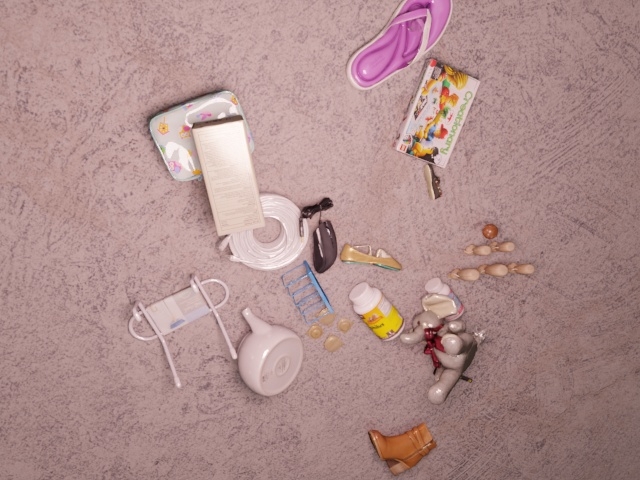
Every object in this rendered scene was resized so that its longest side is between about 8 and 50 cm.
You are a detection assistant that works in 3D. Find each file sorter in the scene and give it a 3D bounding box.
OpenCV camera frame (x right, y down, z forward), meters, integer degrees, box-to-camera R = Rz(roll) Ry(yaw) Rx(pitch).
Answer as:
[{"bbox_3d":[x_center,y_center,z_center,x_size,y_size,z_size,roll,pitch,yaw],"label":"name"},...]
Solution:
[{"bbox_3d":[-0.046,0.178,1.652,0.104,0.118,0.170,-29,110,1],"label":"file sorter"}]

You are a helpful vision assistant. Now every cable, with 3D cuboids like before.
[{"bbox_3d":[-0.172,-0.027,1.576,0.257,0.089,0.257,25,98,-20],"label":"cable"}]

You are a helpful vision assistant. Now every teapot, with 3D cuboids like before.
[{"bbox_3d":[-0.192,0.392,1.650,0.252,0.187,0.256,36,76,-51],"label":"teapot"}]

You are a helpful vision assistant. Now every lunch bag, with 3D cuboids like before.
[{"bbox_3d":[-0.348,-0.305,1.441,0.279,0.108,0.224,-22,115,-4],"label":"lunch bag"}]

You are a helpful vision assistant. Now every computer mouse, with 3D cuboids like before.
[{"bbox_3d":[0.000,0.000,1.584,0.184,0.060,0.262,-22,118,-53],"label":"computer mouse"}]

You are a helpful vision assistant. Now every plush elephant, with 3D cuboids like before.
[{"bbox_3d":[0.407,0.344,1.710,0.330,0.255,0.272,-26,131,-43],"label":"plush elephant"}]

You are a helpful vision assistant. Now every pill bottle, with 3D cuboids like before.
[{"bbox_3d":[0.197,0.250,1.728,0.117,0.117,0.215,-41,110,1],"label":"pill bottle"},{"bbox_3d":[0.454,0.215,1.795,0.087,0.087,0.160,-40,111,0],"label":"pill bottle"}]

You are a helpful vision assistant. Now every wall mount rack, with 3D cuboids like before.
[{"bbox_3d":[-0.438,0.286,1.583,0.350,0.130,0.304,-26,110,-4],"label":"wall mount rack"}]

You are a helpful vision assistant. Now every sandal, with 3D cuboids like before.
[{"bbox_3d":[0.262,-0.616,1.495,0.416,0.102,0.169,-46,111,2],"label":"sandal"}]

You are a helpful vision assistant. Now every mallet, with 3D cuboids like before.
[{"bbox_3d":[0.528,0.543,1.940,0.189,0.039,0.062,32,96,-23],"label":"mallet"}]

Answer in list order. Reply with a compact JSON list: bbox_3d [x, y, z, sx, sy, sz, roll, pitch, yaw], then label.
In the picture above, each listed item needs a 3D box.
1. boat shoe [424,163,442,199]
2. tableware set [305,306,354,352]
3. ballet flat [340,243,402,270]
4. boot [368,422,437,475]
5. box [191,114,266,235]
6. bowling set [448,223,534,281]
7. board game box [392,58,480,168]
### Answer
[{"bbox_3d":[0.389,-0.205,1.676,0.042,0.049,0.133,-22,116,-4],"label":"boat shoe"},{"bbox_3d":[0.034,0.324,1.765,0.168,0.020,0.141,35,98,-21],"label":"tableware set"},{"bbox_3d":[0.184,0.056,1.693,0.232,0.080,0.073,10,89,-17],"label":"ballet flat"},{"bbox_3d":[0.329,0.796,1.924,0.220,0.109,0.283,-33,113,-1],"label":"boot"},{"bbox_3d":[-0.258,-0.184,1.382,0.148,0.121,0.311,-11,113,-9],"label":"box"},{"bbox_3d":[0.619,0.042,1.773,0.287,0.154,0.200,-2,88,-11],"label":"bowling set"},{"bbox_3d":[0.380,-0.414,1.609,0.193,0.053,0.305,16,102,-18],"label":"board game box"}]
